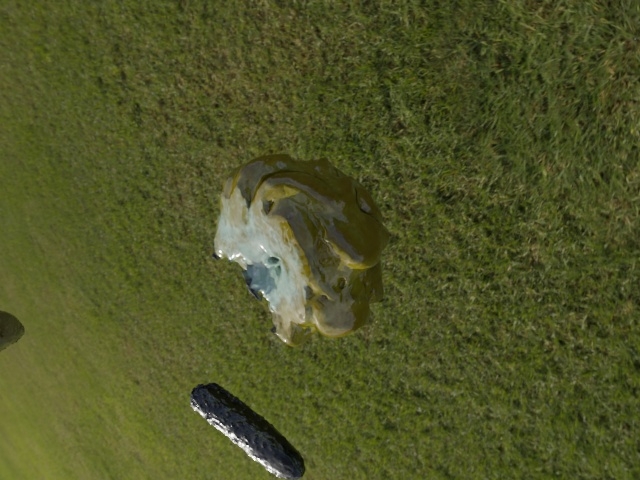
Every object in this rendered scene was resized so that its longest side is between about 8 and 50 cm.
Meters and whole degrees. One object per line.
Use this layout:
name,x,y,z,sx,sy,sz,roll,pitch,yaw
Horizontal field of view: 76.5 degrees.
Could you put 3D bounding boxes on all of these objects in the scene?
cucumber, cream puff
cucumber,-0.145,0.385,0.824,0.303,0.072,0.081,21,157,32
cream puff,-0.002,-0.009,0.691,0.323,0.269,0.274,51,134,10

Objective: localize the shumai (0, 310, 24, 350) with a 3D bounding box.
shumai,-0.492,0.151,0.498,0.201,0.201,0.121,-40,51,42
